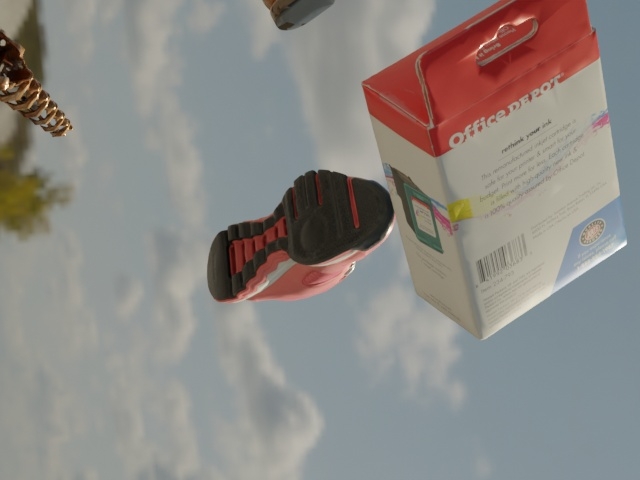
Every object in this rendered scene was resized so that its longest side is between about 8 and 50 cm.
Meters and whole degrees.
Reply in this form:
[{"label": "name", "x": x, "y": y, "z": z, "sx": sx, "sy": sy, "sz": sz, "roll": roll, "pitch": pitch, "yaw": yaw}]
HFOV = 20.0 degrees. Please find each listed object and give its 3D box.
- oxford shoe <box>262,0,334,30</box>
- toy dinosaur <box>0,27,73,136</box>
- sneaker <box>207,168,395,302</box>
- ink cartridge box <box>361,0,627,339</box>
[{"label": "oxford shoe", "x": 0.027, "y": -0.305, "z": 1.876, "sx": 0.076, "sy": 0.212, "sz": 0.076, "roll": 58, "pitch": -3, "yaw": 24}, {"label": "toy dinosaur", "x": -0.383, "y": -0.189, "z": 1.719, "sx": 0.218, "sy": 0.164, "sz": 0.322, "roll": -14, "pitch": -63, "yaw": 52}, {"label": "sneaker", "x": 0.000, "y": 0.000, "z": 2.190, "sx": 0.314, "sy": 0.136, "sz": 0.116, "roll": -23, "pitch": -116, "yaw": 46}, {"label": "ink cartridge box", "x": 0.112, "y": -0.065, "z": 1.172, "sx": 0.078, "sy": 0.134, "sz": 0.231, "roll": 38, "pitch": -27, "yaw": 45}]
